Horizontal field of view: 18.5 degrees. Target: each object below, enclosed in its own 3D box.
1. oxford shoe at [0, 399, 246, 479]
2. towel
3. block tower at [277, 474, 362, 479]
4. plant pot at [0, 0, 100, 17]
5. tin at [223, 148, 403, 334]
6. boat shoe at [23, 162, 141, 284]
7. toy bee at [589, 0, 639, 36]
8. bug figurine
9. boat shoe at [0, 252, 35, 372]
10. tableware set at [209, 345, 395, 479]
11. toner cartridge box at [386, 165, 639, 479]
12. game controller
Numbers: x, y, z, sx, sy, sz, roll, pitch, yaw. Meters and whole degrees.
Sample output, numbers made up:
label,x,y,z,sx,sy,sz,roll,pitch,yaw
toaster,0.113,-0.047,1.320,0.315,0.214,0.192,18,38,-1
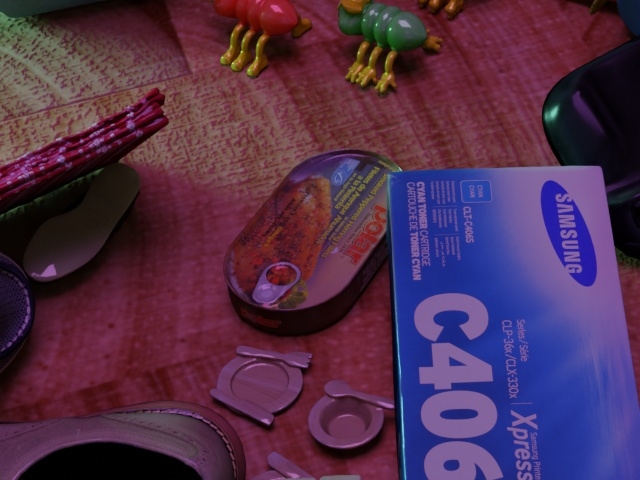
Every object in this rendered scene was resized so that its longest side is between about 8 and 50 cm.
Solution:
label,x,y,z,sx,sy,sz,roll,pitch,yaw
oxford shoe,-0.226,0.174,1.289,0.348,0.130,0.123,-16,89,2
towel,-0.256,-0.036,1.530,0.275,0.199,0.031,-26,91,-20
block tower,-0.031,0.302,1.189,0.091,0.097,0.335,-5,41,18
plant pot,-0.243,-0.349,1.781,0.248,0.252,0.247,-12,43,-5
tin,0.000,0.000,1.547,0.106,0.040,0.189,16,48,27
boat shoe,-0.191,-0.007,1.575,0.049,0.042,0.133,35,54,5
toy bee,0.320,-0.258,1.684,0.298,0.162,0.195,7,44,14
bug figurine,0.038,-0.243,1.767,0.216,0.072,0.279,23,51,27
boat shoe,-0.269,0.070,1.349,0.158,0.127,0.340,-9,8,31
tableware set,-0.037,0.142,1.415,0.141,0.020,0.168,20,50,25
toner cartridge box,0.134,0.097,1.381,0.165,0.075,0.348,-1,48,-1
game controller,0.334,-0.114,1.561,0.319,0.067,0.166,-28,72,-17
